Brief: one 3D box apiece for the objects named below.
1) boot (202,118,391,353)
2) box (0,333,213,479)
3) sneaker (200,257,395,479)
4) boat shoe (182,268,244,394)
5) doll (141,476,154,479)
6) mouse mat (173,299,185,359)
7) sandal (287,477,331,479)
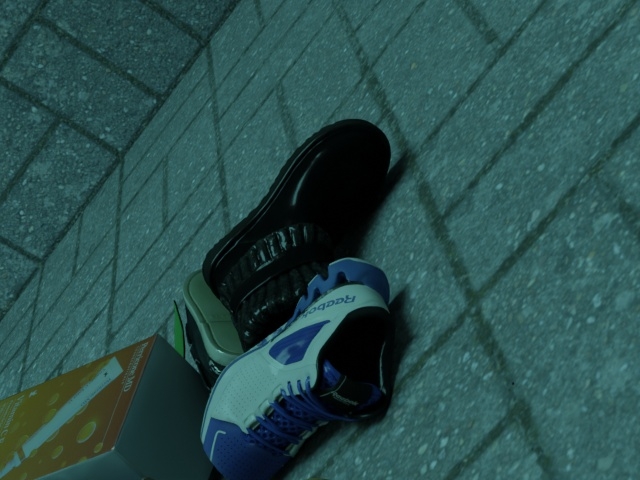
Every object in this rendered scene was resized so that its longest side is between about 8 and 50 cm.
[{"bbox_3d":[0.002,0.003,1.631,0.348,0.131,0.260,-49,26,1],"label":"boot"},{"bbox_3d":[-0.328,0.308,1.707,0.345,0.168,0.215,-24,31,29],"label":"box"},{"bbox_3d":[-0.018,0.174,1.438,0.315,0.127,0.182,-52,19,8],"label":"sneaker"},{"bbox_3d":[-0.135,0.141,1.767,0.340,0.127,0.113,-126,41,-64],"label":"boat shoe"},{"bbox_3d":[-0.272,0.355,1.560,0.189,0.129,0.046,-22,46,29],"label":"doll"},{"bbox_3d":[-0.212,0.198,1.842,0.152,0.007,0.189,-128,38,-71],"label":"mouse mat"},{"bbox_3d":[-0.065,0.317,1.389,0.240,0.088,0.079,-51,27,28],"label":"sandal"}]
